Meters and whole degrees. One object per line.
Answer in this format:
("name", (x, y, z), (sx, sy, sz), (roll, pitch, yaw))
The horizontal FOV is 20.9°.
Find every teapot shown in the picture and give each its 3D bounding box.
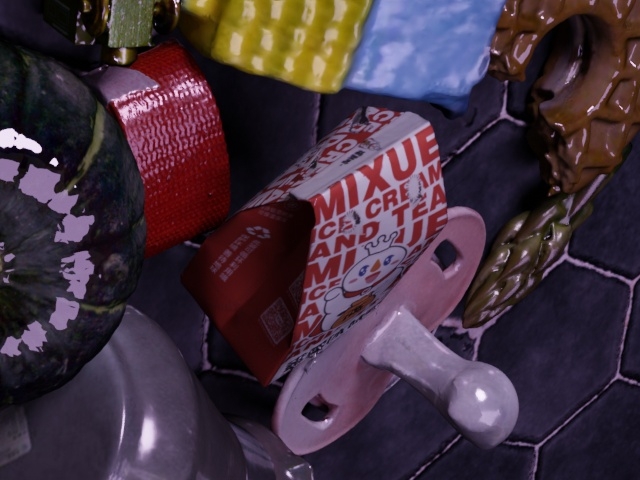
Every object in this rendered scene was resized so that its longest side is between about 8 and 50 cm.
("teapot", (-0.219, 0.254, 1.682), (0.376, 0.306, 0.361), (-28, 146, 17))

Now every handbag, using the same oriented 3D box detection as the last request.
("handbag", (0.000, 0.000, 1.606), (0.171, 0.151, 0.298), (-34, 171, -28))

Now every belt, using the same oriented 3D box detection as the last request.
("belt", (-0.164, -0.078, 1.598), (0.124, 0.128, 0.201), (-24, 131, -26))

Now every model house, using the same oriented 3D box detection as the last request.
("model house", (0.017, -0.259, 1.576), (0.303, 0.215, 0.237), (4, 115, -36))

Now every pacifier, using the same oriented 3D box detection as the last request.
("pacifier", (0.081, 0.112, 1.858), (0.220, 0.273, 0.332), (41, 88, -29))

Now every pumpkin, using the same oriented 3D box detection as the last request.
("pumpkin", (-0.300, -0.012, 1.433), (0.323, 0.241, 0.323), (-6, 109, -19))

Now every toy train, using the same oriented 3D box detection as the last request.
("toy train", (-0.174, -0.266, 1.470), (0.090, 0.137, 0.226), (-5, 116, -31))

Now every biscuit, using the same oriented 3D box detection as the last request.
("biscuit", (0.260, -0.227, 1.852), (0.268, 0.115, 0.366), (-48, 137, -3))

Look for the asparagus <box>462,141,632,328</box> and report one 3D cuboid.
("asparagus", (0.254, -0.009, 2.015), (0.287, 0.080, 0.080), (-53, 136, -7))
